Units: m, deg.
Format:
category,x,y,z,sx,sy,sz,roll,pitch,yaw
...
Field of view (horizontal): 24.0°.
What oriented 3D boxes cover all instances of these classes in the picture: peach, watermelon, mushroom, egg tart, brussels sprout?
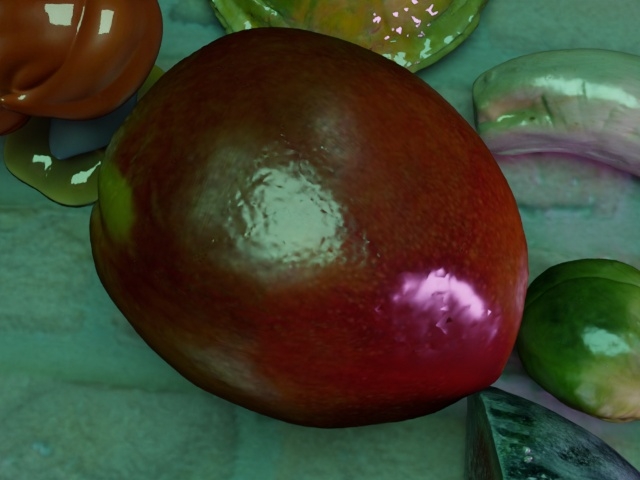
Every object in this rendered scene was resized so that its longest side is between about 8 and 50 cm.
category,x,y,z,sx,sy,sz,roll,pitch,yaw
peach,0.000,0.000,1.129,0.332,0.308,0.308,31,76,6
watermelon,0.151,0.236,1.118,0.214,0.320,0.290,-47,55,24
mushroom,0.296,-0.082,1.262,0.351,0.095,0.123,18,92,7
egg tart,0.020,-0.274,1.309,0.290,0.115,0.290,-1,73,2
brussels sprout,0.226,0.081,1.196,0.155,0.155,0.117,41,113,11

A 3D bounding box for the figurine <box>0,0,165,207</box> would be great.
category,x,y,z,sx,sy,sz,roll,pitch,yaw
figurine,-0.220,-0.141,1.192,0.208,0.257,0.181,41,77,12
